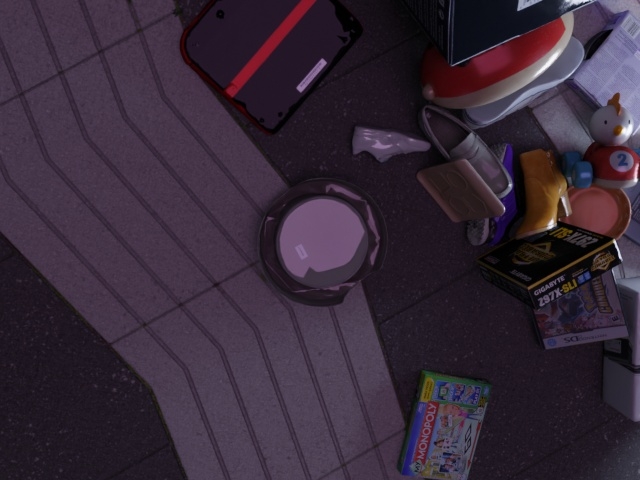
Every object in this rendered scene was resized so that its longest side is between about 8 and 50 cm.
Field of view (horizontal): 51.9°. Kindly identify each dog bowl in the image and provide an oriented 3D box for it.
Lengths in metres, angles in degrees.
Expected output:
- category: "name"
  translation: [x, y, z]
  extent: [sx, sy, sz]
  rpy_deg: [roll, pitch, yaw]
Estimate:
- category: "dog bowl"
  translation: [0.000, 0.000, 1.771]
  extent: [0.349, 0.102, 0.348]
  rpy_deg: [-1, 100, -9]

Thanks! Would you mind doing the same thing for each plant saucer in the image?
- category: "plant saucer"
  translation: [0.782, -0.080, 1.890]
  extent: [0.200, 0.037, 0.200]
  rpy_deg: [1, 96, 12]

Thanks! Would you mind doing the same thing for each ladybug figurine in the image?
- category: "ladybug figurine"
  translation: [0.429, -0.509, 1.646]
  extent: [0.449, 0.305, 0.162]
  rpy_deg: [-41, 142, -7]

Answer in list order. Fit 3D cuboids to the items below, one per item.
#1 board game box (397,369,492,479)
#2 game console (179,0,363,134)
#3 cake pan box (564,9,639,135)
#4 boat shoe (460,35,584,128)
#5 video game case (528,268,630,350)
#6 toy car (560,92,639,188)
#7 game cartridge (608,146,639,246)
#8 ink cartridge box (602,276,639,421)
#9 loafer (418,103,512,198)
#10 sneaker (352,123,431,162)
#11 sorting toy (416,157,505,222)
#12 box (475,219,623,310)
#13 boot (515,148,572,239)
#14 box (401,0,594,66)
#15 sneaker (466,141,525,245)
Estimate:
- category: "board game box"
  translation: [0.367, 0.555, 1.960]
  extent: [0.213, 0.046, 0.317]
  rpy_deg: [10, 98, -12]
- category: "game console"
  translation: [-0.128, -0.520, 1.687]
  extent: [0.342, 0.060, 0.386]
  rpy_deg: [40, 92, -19]
- category: "cake pan box"
  translation: [0.850, -0.468, 1.846]
  extent: [0.267, 0.070, 0.245]
  rpy_deg: [36, 91, -14]
- category: "boat shoe"
  translation: [0.529, -0.409, 1.766]
  extent: [0.367, 0.156, 0.136]
  rpy_deg: [-37, 85, -6]
- category: "video game case"
  translation: [0.725, 0.170, 1.890]
  extent: [0.248, 0.035, 0.275]
  rpy_deg: [-15, 102, 26]
- category: "toy car"
  translation: [0.787, -0.275, 1.775]
  extent: [0.219, 0.210, 0.238]
  rpy_deg: [-2, 112, 6]
- category: "game cartridge"
  translation: [0.961, -0.147, 1.930]
  extent: [0.198, 0.062, 0.297]
  rpy_deg: [31, 94, -9]
- category: "ink cartridge box"
  translation: [1.018, 0.313, 1.961]
  extent: [0.285, 0.166, 0.395]
  rpy_deg: [-5, 101, -8]
- category: "loafer"
  translation: [0.376, -0.235, 1.732]
  extent: [0.319, 0.111, 0.112]
  rpy_deg: [45, 99, 11]
- category: "sneaker"
  translation: [0.188, -0.252, 1.779]
  extent: [0.212, 0.080, 0.094]
  rpy_deg: [9, 110, -4]
- category: "sorting toy"
  translation: [0.376, -0.134, 1.765]
  extent: [0.193, 0.208, 0.038]
  rpy_deg: [48, 68, -14]
- category: "box"
  translation: [0.600, 0.054, 1.767]
  extent: [0.257, 0.322, 0.079]
  rpy_deg: [-27, 104, -3]
- category: "boot"
  translation: [0.578, -0.134, 1.788]
  extent: [0.295, 0.104, 0.211]
  rpy_deg: [-25, 93, -44]
- category: "box"
  translation: [0.387, -0.734, 1.496]
  extent: [0.480, 0.297, 0.471]
  rpy_deg: [-26, 61, -4]
- category: "sneaker"
  translation: [0.509, -0.125, 1.842]
  extent: [0.146, 0.102, 0.293]
  rpy_deg: [7, 101, -19]
